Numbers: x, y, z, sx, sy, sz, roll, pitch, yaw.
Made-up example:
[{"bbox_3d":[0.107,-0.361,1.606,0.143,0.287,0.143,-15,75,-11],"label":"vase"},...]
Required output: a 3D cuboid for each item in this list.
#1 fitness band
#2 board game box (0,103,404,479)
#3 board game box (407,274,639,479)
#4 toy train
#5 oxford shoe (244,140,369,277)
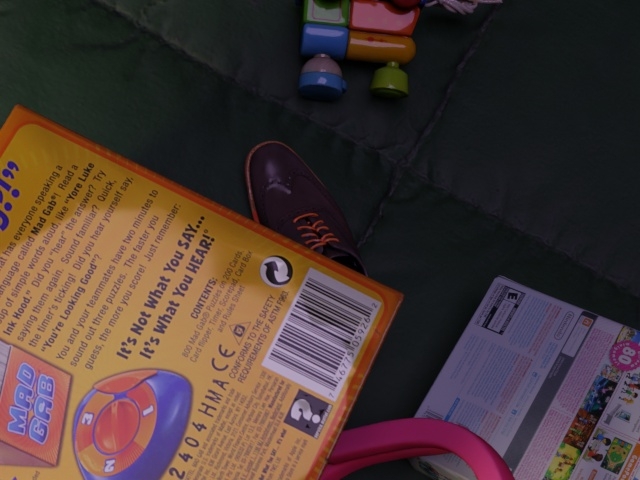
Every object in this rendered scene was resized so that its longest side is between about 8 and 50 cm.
[{"bbox_3d":[0.064,0.278,1.080,0.054,0.290,0.209,33,51,-41],"label":"fitness band"},{"bbox_3d":[-0.187,0.166,1.018,0.356,0.356,0.357,27,71,0],"label":"board game box"},{"bbox_3d":[0.269,0.194,1.154,0.303,0.097,0.224,23,69,29],"label":"board game box"},{"bbox_3d":[0.092,-0.230,1.329,0.248,0.105,0.143,5,82,-7],"label":"toy train"},{"bbox_3d":[0.000,0.000,1.236,0.097,0.098,0.271,-26,78,-16],"label":"oxford shoe"}]
